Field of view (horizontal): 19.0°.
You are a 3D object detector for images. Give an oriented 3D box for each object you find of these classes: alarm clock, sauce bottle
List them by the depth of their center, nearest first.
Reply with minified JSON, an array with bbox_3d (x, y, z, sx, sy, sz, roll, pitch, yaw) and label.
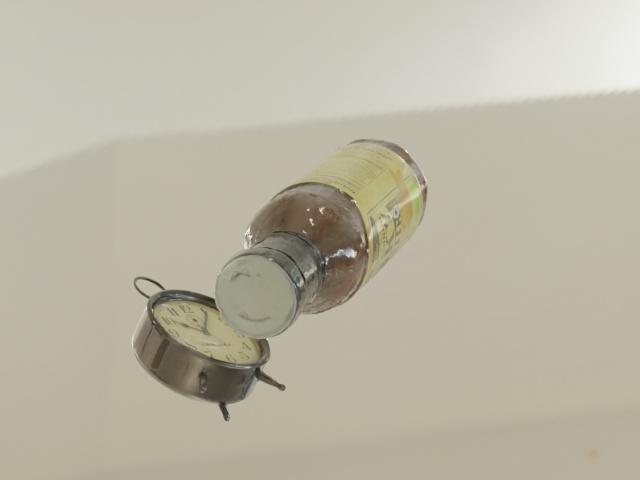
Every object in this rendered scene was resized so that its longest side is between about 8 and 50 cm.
[{"bbox_3d":[0.000,0.000,1.632,0.111,0.111,0.344,-43,0,25],"label":"sauce bottle"},{"bbox_3d":[-0.127,0.094,1.860,0.129,0.192,0.064,4,-56,-43],"label":"alarm clock"}]
